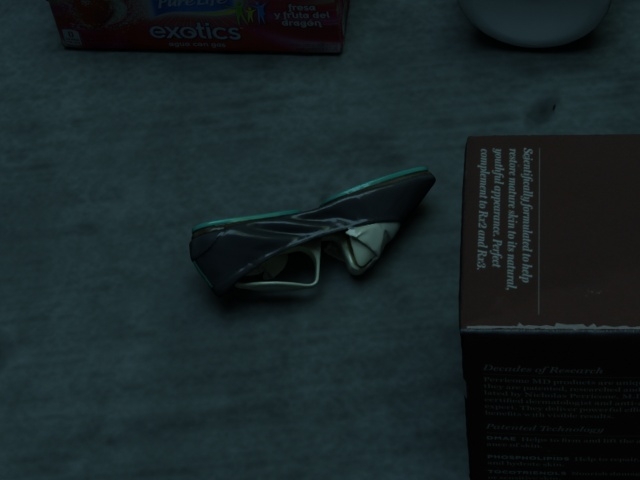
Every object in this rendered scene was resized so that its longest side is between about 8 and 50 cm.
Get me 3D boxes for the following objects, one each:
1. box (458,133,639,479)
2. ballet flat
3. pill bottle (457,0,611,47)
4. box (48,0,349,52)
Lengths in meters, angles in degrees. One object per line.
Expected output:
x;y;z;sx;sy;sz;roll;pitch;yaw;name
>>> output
0.184;0.052;1.258;0.167;0.203;0.168;0;53;8;box
0.000;0.000;1.412;0.203;0.074;0.074;-15;53;-12;ballet flat
0.192;-0.294;1.561;0.130;0.130;0.245;3;53;10;pill bottle
-0.103;-0.249;1.569;0.257;0.122;0.128;2;53;9;box
